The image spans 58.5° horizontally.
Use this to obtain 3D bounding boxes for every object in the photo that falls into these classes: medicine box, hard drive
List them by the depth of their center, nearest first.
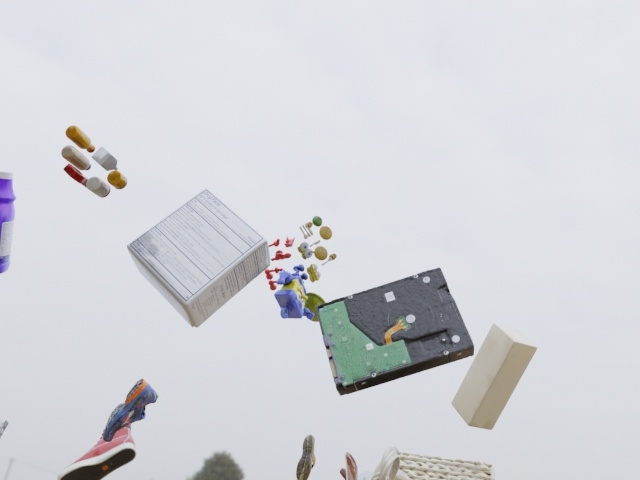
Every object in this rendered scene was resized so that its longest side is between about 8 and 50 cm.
[{"bbox_3d":[0.175,0.221,1.408,0.338,0.237,0.064,-18,-37,1],"label":"hard drive"},{"bbox_3d":[-0.333,0.043,1.601,0.263,0.289,0.149,40,-25,22],"label":"medicine box"}]

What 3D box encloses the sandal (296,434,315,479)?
[{"bbox_3d":[-0.046,0.857,2.244,0.072,0.180,0.049,-17,-41,42],"label":"sandal"}]

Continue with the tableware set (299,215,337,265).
[{"bbox_3d":[0.000,0.000,1.839,0.154,0.104,0.024,58,-30,0],"label":"tableware set"}]

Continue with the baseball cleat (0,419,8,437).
[{"bbox_3d":[-0.882,0.481,1.438,0.205,0.109,0.072,-2,-58,10],"label":"baseball cleat"}]

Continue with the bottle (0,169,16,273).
[{"bbox_3d":[-0.892,-0.053,1.566,0.092,0.283,0.118,7,7,-16],"label":"bottle"}]

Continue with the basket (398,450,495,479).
[{"bbox_3d":[0.339,0.811,1.666,0.328,0.266,0.331,3,-42,15],"label":"basket"}]

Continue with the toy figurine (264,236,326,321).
[{"bbox_3d":[-0.105,0.195,1.866,0.191,0.217,0.363,-7,-55,18],"label":"toy figurine"}]

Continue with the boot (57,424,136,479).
[{"bbox_3d":[-0.723,0.681,1.846,0.244,0.176,0.088,-23,-60,-16],"label":"boot"}]

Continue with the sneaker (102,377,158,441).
[{"bbox_3d":[-0.577,0.528,1.732,0.087,0.083,0.221,39,-85,-14],"label":"sneaker"}]

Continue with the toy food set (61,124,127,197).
[{"bbox_3d":[-0.587,-0.186,1.493,0.232,0.111,0.104,39,-8,18],"label":"toy food set"}]

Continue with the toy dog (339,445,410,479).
[{"bbox_3d":[0.070,0.545,1.242,0.161,0.220,0.334,23,-26,29],"label":"toy dog"}]

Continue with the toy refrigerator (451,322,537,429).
[{"bbox_3d":[0.473,0.372,1.559,0.094,0.102,0.270,16,-75,-23],"label":"toy refrigerator"}]
